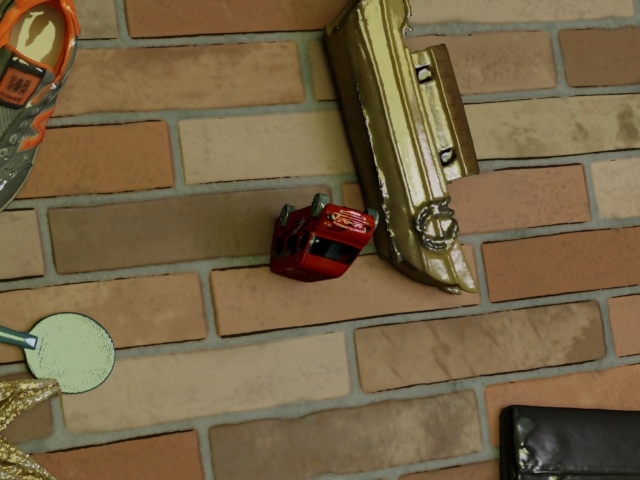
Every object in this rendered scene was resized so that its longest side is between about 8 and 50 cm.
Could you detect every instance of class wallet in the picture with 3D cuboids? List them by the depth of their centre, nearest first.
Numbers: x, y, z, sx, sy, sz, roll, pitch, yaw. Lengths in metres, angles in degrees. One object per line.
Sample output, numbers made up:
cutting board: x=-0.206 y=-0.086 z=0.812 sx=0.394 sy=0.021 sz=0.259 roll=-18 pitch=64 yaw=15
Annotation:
wallet: x=0.443 y=0.349 z=1.993 sx=0.406 sy=0.062 sz=0.228 roll=4 pitch=80 yaw=-21

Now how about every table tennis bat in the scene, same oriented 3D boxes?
table tennis bat: x=-0.327 y=0.133 z=1.746 sx=0.155 sy=0.019 sz=0.100 roll=16 pitch=79 yaw=-20

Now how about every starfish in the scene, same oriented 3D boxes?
starfish: x=-0.404 y=0.245 z=1.676 sx=0.231 sy=0.048 sz=0.295 roll=8 pitch=82 yaw=-18

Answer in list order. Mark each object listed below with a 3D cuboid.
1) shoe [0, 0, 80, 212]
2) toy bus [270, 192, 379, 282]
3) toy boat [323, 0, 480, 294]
shoe: x=-0.371 y=-0.165 z=1.693 sx=0.132 sy=0.171 sz=0.336 roll=27 pitch=72 yaw=-16
toy bus: x=0.000 y=0.000 z=1.801 sx=0.081 sy=0.195 sz=0.089 roll=17 pitch=79 yaw=-19
toy boat: x=0.124 y=-0.137 z=1.918 sx=0.162 sy=0.136 sz=0.445 roll=-14 pitch=91 yaw=-19
